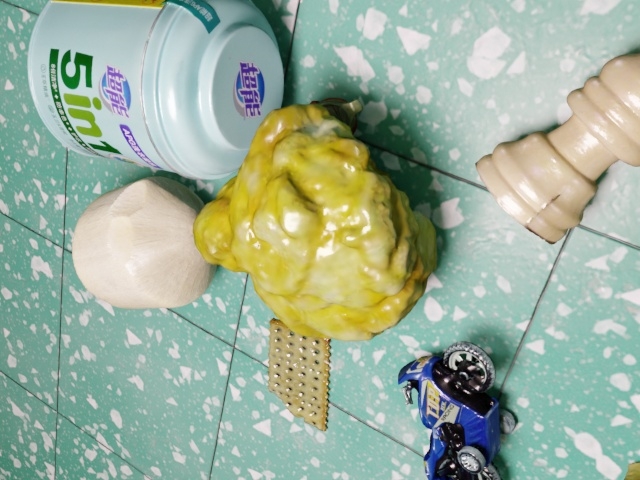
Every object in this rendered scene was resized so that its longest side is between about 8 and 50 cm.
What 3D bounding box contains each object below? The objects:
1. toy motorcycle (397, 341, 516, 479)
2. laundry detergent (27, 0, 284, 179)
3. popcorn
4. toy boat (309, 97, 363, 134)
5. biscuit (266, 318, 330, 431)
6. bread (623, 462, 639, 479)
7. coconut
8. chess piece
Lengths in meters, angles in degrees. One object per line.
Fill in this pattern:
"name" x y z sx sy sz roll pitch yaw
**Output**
"toy motorcycle" 0.207 0.284 1.027 0.169 0.113 0.315 12 122 39
"laundry detergent" -0.230 -0.248 0.994 0.305 0.287 0.287 14 114 28
"popcorn" -0.001 0.000 0.942 0.334 0.293 0.292 45 92 5
"toy boat" 0.001 -0.176 1.008 0.185 0.071 0.089 -23 95 36
"biscuit" -0.045 0.252 1.224 0.144 0.016 0.203 14 113 27
"bread" 0.589 0.326 0.820 0.361 0.077 0.138 -27 91 36
"coconut" -0.299 0.005 1.164 0.266 0.237 0.237 -5 104 38
"chess piece" 0.351 -0.145 0.786 0.307 0.124 0.138 -46 48 31
